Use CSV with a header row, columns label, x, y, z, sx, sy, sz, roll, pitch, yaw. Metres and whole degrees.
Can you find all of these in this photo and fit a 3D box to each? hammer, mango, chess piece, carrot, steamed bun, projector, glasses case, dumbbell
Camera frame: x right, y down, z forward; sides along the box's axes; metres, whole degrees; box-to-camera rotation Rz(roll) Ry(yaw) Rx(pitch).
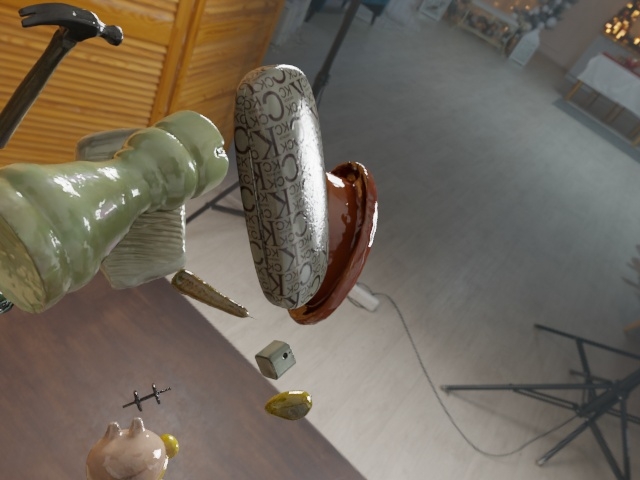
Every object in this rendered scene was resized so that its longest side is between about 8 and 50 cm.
label,x,y,z,sx,sy,sz,roll,pitch,yaw
hammer,-0.591,-0.318,1.026,0.168,0.440,0.044,4,61,-51
mango,-0.101,0.533,1.601,0.161,0.103,0.076,5,24,-27
chess piece,-0.367,-0.084,0.886,0.234,0.234,0.442,38,46,10
carrot,-0.337,0.187,1.586,0.298,0.078,0.078,32,36,-15
steamed bun,-0.485,-0.088,1.247,0.247,0.383,0.236,-17,22,-28
projector,-0.135,0.358,1.490,0.082,0.083,0.083,-34,113,-40
glasses case,-0.049,-0.067,0.717,0.085,0.354,0.137,9,27,31
dumbbell,-0.536,0.485,1.534,0.147,0.069,0.069,-18,55,-21

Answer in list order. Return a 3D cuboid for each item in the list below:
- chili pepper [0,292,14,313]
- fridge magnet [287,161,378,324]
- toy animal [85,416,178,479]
label,x,y,z,sx,sy,sz,roll,pitch,yaw
chili pepper,-0.907,0.102,1.309,0.088,0.059,0.227,-37,80,-25
fridge magnet,0.000,0.000,1.050,0.155,0.363,0.363,21,38,-21
toy animal,-0.349,0.449,0.916,0.165,0.247,0.149,-6,2,-4
